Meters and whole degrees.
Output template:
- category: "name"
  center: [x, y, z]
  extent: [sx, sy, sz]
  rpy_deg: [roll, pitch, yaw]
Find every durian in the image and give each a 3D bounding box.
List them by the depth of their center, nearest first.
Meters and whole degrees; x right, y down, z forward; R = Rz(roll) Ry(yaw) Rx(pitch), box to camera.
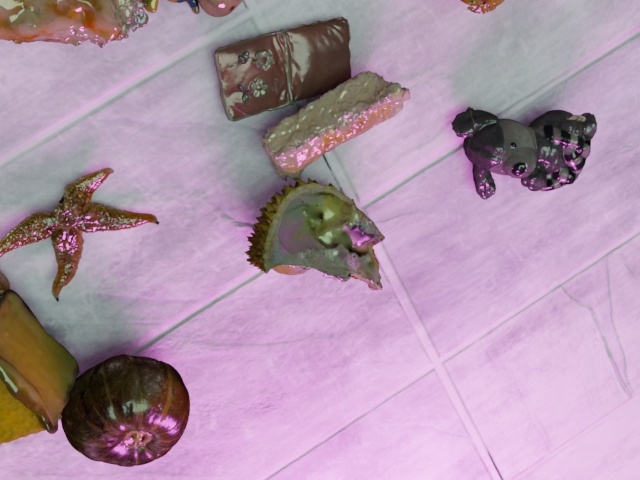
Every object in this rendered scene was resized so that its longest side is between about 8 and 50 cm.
- category: "durian"
  center: [0.000, 0.000, 1.524]
  extent: [0.306, 0.166, 0.172]
  rpy_deg: [22, 106, -42]

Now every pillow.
- category: "pillow"
  center: [-0.056, -0.278, 1.452]
  extent: [0.232, 0.043, 0.126]
  rpy_deg: [-18, 121, -16]

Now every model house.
- category: "model house"
  center: [-0.532, 0.228, 1.407]
  extent: [0.234, 0.175, 0.193]
  rpy_deg: [-27, 122, 12]

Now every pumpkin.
- category: "pumpkin"
  center: [-0.327, 0.276, 1.524]
  extent: [0.218, 0.162, 0.219]
  rpy_deg: [-9, 137, -8]

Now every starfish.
- category: "starfish"
  center: [-0.394, -0.008, 1.429]
  extent: [0.247, 0.050, 0.138]
  rpy_deg: [-38, 118, -8]

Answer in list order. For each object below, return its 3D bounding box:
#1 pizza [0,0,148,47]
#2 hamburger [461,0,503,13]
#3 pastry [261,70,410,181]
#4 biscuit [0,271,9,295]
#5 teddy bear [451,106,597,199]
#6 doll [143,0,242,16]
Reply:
- category: "pizza"
  center: [-0.485, -0.414, 1.196]
  extent: [0.391, 0.080, 0.435]
  rpy_deg: [-24, 111, -4]
- category: "hamburger"
  center: [0.245, -0.494, 1.414]
  extent: [0.244, 0.163, 0.244]
  rpy_deg: [-11, 123, -17]
- category: "pastry"
  center: [0.022, -0.193, 1.466]
  extent: [0.258, 0.121, 0.089]
  rpy_deg: [-34, 83, 8]
- category: "biscuit"
  center: [-0.581, -0.028, 1.354]
  extent: [0.154, 0.045, 0.299]
  rpy_deg: [-16, 117, -16]
- category: "teddy bear"
  center: [0.356, -0.145, 1.618]
  extent: [0.251, 0.144, 0.171]
  rpy_deg: [-9, 129, -15]
- category: "doll"
  center: [-0.175, -0.374, 1.345]
  extent: [0.179, 0.102, 0.089]
  rpy_deg: [-20, 79, -12]
